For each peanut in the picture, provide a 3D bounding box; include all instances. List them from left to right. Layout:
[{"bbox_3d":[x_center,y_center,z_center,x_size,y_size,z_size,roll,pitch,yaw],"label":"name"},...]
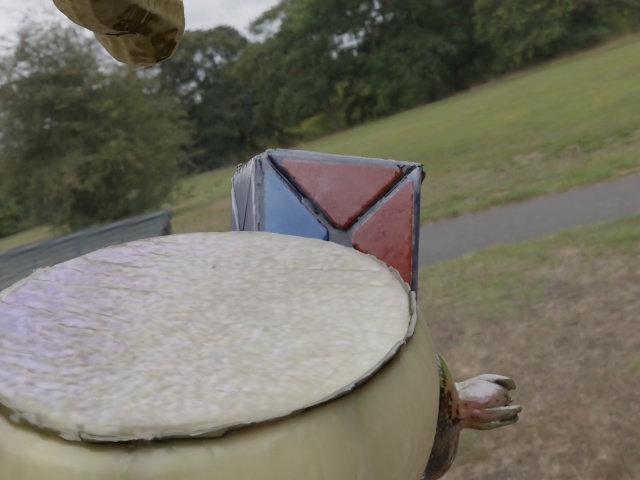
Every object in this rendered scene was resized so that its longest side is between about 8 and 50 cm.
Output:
[{"bbox_3d":[-0.246,-0.305,1.101,0.120,0.136,0.298,5,-6,10],"label":"peanut"}]

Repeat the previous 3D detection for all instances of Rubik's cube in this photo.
[{"bbox_3d":[0.000,0.000,1.675,0.307,0.305,0.310,2,-5,-16],"label":"Rubik's cube"}]

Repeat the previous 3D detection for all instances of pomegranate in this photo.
[{"bbox_3d":[0.186,0.309,1.626,0.341,0.284,0.285,-7,9,8],"label":"pomegranate"}]

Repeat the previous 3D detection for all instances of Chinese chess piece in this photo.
[{"bbox_3d":[-0.066,0.084,0.531,0.270,0.112,0.270,-1,22,1],"label":"Chinese chess piece"}]
